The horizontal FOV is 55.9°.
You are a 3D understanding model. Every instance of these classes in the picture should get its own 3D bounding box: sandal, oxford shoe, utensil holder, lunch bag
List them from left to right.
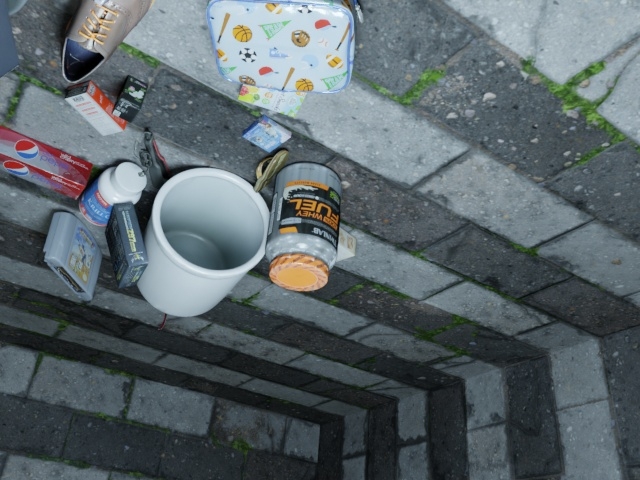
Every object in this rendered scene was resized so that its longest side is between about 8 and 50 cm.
[{"bbox_3d":[-0.418,-0.441,1.191,0.130,0.132,0.364,24,144,-27],"label":"oxford shoe"},{"bbox_3d":[-0.361,0.020,1.763,0.328,0.327,0.385,17,149,-19],"label":"utensil holder"},{"bbox_3d":[-0.146,-0.192,1.634,0.049,0.072,0.180,49,141,2],"label":"sandal"},{"bbox_3d":[-0.067,-0.418,1.204,0.304,0.114,0.243,4,146,3],"label":"lunch bag"}]

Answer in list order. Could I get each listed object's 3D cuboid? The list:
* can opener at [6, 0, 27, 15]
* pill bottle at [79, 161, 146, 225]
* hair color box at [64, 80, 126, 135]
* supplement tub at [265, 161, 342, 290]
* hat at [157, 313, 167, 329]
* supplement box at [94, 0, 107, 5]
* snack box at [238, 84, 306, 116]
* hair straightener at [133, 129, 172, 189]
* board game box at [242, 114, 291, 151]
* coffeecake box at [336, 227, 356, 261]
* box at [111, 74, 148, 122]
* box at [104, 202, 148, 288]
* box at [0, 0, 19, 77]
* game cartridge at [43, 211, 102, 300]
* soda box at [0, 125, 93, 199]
[{"bbox_3d":[-0.545,-0.518,1.140,0.281,0.074,0.093,-16,133,26],"label":"can opener"},{"bbox_3d":[-0.589,-0.135,1.722,0.124,0.124,0.222,27,142,-31],"label":"pill bottle"},{"bbox_3d":[-0.551,-0.323,1.488,0.072,0.043,0.141,-8,147,20],"label":"hair color box"},{"bbox_3d":[-0.044,-0.036,1.623,0.194,0.315,0.193,3,149,2],"label":"supplement tub"},{"bbox_3d":[-0.523,0.203,2.203,0.173,0.183,0.208,1,148,6],"label":"hat"},{"bbox_3d":[-0.418,-0.533,1.008,0.130,0.073,0.239,-39,115,19],"label":"supplement box"},{"bbox_3d":[-0.109,-0.347,1.391,0.141,0.037,0.100,15,148,-16],"label":"snack box"},{"bbox_3d":[-0.452,-0.207,1.617,0.047,0.089,0.230,20,150,7],"label":"hair straightener"},{"bbox_3d":[-0.137,-0.270,1.537,0.090,0.020,0.090,27,142,-33],"label":"board game box"},{"bbox_3d":[0.000,0.000,1.911,0.142,0.068,0.186,-20,141,35],"label":"coffeecake box"},{"bbox_3d":[-0.448,-0.332,1.419,0.052,0.083,0.062,25,144,-27],"label":"box"},{"bbox_3d":[-0.557,0.019,1.725,0.059,0.183,0.233,-11,165,-28],"label":"box"},{"bbox_3d":[-0.737,-0.452,1.084,0.294,0.182,0.296,35,147,4],"label":"box"},{"bbox_3d":[-0.801,0.046,1.974,0.062,0.198,0.297,2,149,6],"label":"game cartridge"},{"bbox_3d":[-0.776,-0.213,1.661,0.263,0.083,0.092,24,145,-29],"label":"soda box"}]
